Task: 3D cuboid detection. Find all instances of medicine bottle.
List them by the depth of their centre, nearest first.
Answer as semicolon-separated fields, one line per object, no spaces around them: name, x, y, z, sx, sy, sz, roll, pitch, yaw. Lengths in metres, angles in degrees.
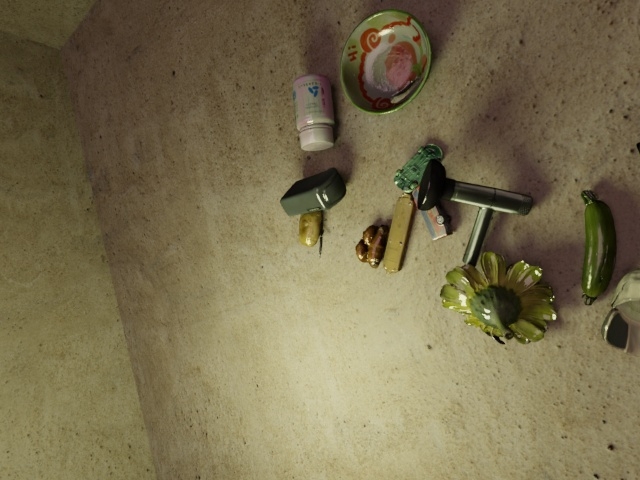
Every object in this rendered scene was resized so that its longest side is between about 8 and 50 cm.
medicine bottle;-0.024;-0.479;1.525;0.151;0.152;0.255;-7;87;33

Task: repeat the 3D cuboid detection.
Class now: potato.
potato;-0.042;-0.060;1.587;0.107;0.079;0.171;5;90;64

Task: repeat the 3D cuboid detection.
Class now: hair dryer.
hair dryer;0.424;-0.055;1.202;0.319;0.156;0.284;22;94;3

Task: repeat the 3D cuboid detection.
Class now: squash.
squash;0.747;0.022;1.086;0.080;0.071;0.319;0;92;34

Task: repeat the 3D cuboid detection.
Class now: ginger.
ginger;0.185;0.013;1.459;0.103;0.073;0.162;18;96;18

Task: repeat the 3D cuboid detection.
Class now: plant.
plant;0.514;0.214;1.160;0.305;0.261;0.297;-12;41;16

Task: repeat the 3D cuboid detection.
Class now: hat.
hat;0.842;0.188;0.993;0.231;0.161;0.275;3;117;44

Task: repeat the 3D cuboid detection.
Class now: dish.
dish;0.235;-0.591;1.374;0.323;0.124;0.325;6;102;31

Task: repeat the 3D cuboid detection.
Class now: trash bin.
trash bin;-0.019;-0.182;1.519;0.236;0.177;0.101;-11;123;36

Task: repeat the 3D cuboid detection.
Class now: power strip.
power strip;0.278;-0.026;1.412;0.064;0.044;0.306;18;103;32

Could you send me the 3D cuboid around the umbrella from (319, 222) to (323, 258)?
umbrella;0.001;0.000;1.608;0.022;0.022;0.149;-166;77;-75

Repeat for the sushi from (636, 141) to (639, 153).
sushi;0.846;-0.221;1.027;0.045;0.044;0.084;-22;82;33

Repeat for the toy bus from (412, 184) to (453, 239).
toy bus;0.371;-0.097;1.335;0.077;0.065;0.193;-30;76;38

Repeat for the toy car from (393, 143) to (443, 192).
toy car;0.333;-0.240;1.355;0.186;0.058;0.093;-45;64;6
